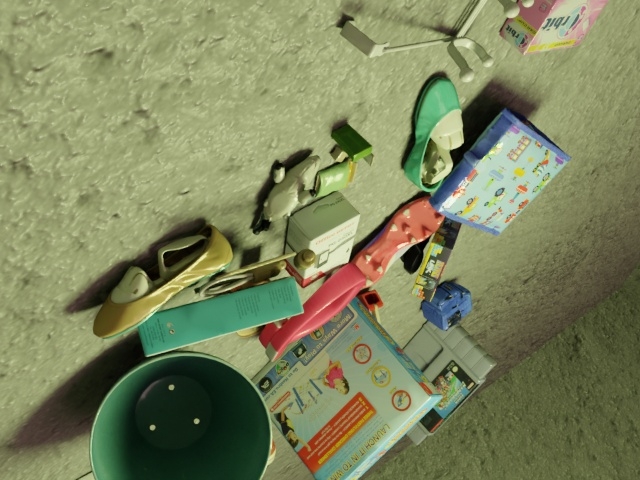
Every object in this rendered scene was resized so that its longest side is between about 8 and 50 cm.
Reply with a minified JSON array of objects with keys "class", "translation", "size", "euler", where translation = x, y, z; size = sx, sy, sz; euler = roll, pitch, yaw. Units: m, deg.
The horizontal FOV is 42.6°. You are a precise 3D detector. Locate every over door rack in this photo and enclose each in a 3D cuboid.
[{"class":"over door rack","translation":[0.206,-0.339,1.109],"size":[0.324,0.108,0.239],"euler":[-11,141,-48]}]

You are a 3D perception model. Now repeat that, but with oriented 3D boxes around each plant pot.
[{"class":"plant pot","translation":[-0.243,0.318,1.404],"size":[0.290,0.290,0.195],"euler":[-37,-169,-10]}]

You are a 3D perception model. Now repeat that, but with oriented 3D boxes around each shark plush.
[{"class":"shark plush","translation":[-0.051,-0.061,1.269],"size":[0.161,0.073,0.067],"euler":[-63,178,31]}]

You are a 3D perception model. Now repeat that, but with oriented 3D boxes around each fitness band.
[{"class":"fitness band","translation":[-0.017,0.136,1.574],"size":[0.209,0.054,0.291],"euler":[-34,170,-26]}]

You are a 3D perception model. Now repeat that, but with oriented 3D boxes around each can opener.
[{"class":"can opener","translation":[0.217,-0.017,1.732],"size":[0.059,0.073,0.186],"euler":[-6,130,-41]}]

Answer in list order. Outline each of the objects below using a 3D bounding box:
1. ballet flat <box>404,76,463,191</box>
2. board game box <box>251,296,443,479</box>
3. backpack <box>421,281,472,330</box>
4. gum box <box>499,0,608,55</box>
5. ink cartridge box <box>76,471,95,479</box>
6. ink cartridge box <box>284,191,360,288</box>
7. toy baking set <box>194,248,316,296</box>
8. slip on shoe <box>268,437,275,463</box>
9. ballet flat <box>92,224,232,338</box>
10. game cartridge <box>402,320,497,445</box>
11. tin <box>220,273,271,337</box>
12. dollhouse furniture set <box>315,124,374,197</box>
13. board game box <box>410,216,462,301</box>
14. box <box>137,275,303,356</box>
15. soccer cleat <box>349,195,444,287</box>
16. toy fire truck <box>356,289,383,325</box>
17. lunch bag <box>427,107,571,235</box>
[{"class":"ballet flat","translation":[0.205,-0.172,1.412],"size":[0.083,0.087,0.247],"euler":[-30,153,-23]},{"class":"board game box","translation":[0.045,0.319,1.741],"size":[0.308,0.302,0.086],"euler":[-46,156,12]},{"class":"backpack","translation":[0.342,0.165,2.171],"size":[0.120,0.098,0.101],"euler":[-29,133,-22]},{"class":"gum box","translation":[0.398,-0.380,1.375],"size":[0.188,0.062,0.107],"euler":[-19,148,-40]},{"class":"ink cartridge box","translation":[-0.427,0.567,1.689],"size":[0.198,0.115,0.273],"euler":[-25,151,-32]},{"class":"ink cartridge box","translation":[0.000,0.000,1.427],"size":[0.109,0.063,0.150],"euler":[-29,154,-25]},{"class":"toy baking set","translation":[-0.097,0.054,1.276],"size":[0.197,0.030,0.256],"euler":[-19,178,-12]},{"class":"slip on shoe","translation":[-0.244,0.498,1.876],"size":[0.331,0.123,0.101],"euler":[-14,112,-38]},{"class":"ballet flat","translation":[-0.235,0.051,1.181],"size":[0.232,0.080,0.073],"euler":[-34,127,-22]},{"class":"game cartridge","translation":[0.316,0.397,2.362],"size":[0.068,0.230,0.355],"euler":[-2,135,-54]},{"class":"tin","translation":[-0.125,0.115,1.472],"size":[0.106,0.040,0.189],"euler":[-41,157,-10]},{"class":"dollhouse furniture set","translation":[0.042,-0.112,1.307],"size":[0.076,0.058,0.151],"euler":[-28,153,-27]},{"class":"board game box","translation":[0.248,0.023,1.713],"size":[0.170,0.048,0.141],"euler":[-59,169,-53]},{"class":"box","translation":[-0.156,0.115,1.262],"size":[0.244,0.060,0.100],"euler":[-15,179,-13]},{"class":"soccer cleat","translation":[0.147,0.001,1.653],"size":[0.248,0.083,0.095],"euler":[-44,-174,-6]},{"class":"toy fire truck","translation":[0.105,0.218,1.862],"size":[0.047,0.192,0.135],"euler":[-18,175,-40]},{"class":"lunch bag","translation":[0.332,-0.134,1.579],"size":[0.221,0.138,0.293],"euler":[-50,159,17]}]
